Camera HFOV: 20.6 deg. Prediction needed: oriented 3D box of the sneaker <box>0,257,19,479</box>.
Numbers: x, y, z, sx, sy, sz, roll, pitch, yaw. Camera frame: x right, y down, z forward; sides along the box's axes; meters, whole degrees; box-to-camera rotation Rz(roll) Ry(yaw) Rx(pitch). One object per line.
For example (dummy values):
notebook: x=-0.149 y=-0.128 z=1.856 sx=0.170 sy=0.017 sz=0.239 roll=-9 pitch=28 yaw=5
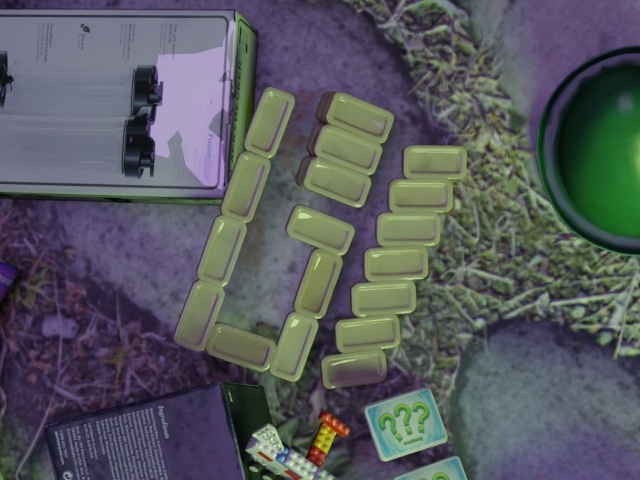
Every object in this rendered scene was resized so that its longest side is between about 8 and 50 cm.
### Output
sneaker: x=-0.321 y=0.100 z=1.569 sx=0.161 sy=0.102 sz=0.282 roll=-32 pitch=79 yaw=3

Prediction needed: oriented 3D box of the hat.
hat: x=0.253 y=-0.099 z=1.430 sx=0.173 sy=0.183 sz=0.209 roll=-10 pitch=82 yaw=11

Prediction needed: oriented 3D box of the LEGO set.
LEGO set: x=0.038 y=0.223 z=1.428 sx=0.060 sy=0.244 sz=0.182 roll=-32 pitch=74 yaw=52

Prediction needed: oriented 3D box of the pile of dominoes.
pile of dominoes: x=0.000 y=0.000 z=1.529 sx=0.196 sy=0.040 sz=0.251 roll=21 pitch=89 yaw=-15

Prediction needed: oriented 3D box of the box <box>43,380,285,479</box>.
box: x=-0.128 y=0.181 z=1.491 sx=0.158 sy=0.156 sz=0.093 roll=-15 pitch=81 yaw=9

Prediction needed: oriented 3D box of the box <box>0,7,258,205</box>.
box: x=-0.207 y=-0.117 z=1.574 sx=0.289 sy=0.087 sz=0.169 roll=1 pitch=84 yaw=12
